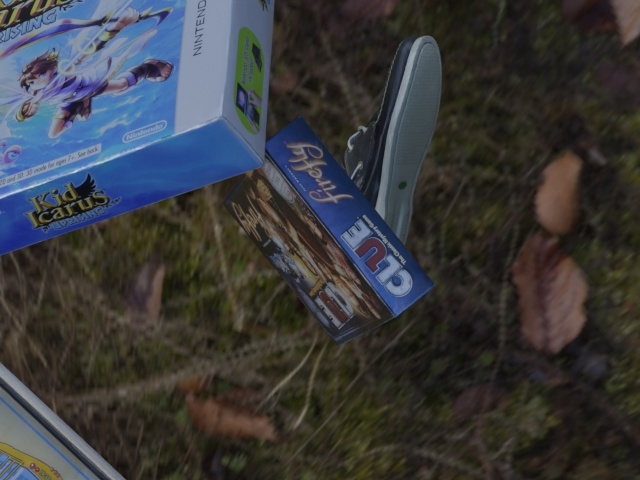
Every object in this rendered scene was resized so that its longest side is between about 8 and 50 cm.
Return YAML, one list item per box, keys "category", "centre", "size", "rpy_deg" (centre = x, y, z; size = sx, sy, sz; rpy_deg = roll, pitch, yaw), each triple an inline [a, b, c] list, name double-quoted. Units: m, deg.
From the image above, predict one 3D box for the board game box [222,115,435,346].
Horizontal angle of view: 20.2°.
- category: "board game box"
  centre: [0.000, 0.000, 1.452]
  size: [0.042, 0.243, 0.165]
  rpy_deg: [-39, 89, -13]

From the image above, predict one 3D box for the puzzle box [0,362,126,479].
- category: "puzzle box"
  centre: [-0.310, 0.265, 1.585]
  size: [0.409, 0.052, 0.272]
  rpy_deg: [44, 78, -9]

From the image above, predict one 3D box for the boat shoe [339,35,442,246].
- category: "boat shoe"
  centre: [0.053, -0.082, 1.673]
  size: [0.079, 0.084, 0.233]
  rpy_deg: [18, 95, 28]

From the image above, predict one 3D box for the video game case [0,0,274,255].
- category: "video game case"
  centre: [-0.163, -0.122, 1.297]
  size: [0.269, 0.061, 0.244]
  rpy_deg: [-18, 46, 22]
